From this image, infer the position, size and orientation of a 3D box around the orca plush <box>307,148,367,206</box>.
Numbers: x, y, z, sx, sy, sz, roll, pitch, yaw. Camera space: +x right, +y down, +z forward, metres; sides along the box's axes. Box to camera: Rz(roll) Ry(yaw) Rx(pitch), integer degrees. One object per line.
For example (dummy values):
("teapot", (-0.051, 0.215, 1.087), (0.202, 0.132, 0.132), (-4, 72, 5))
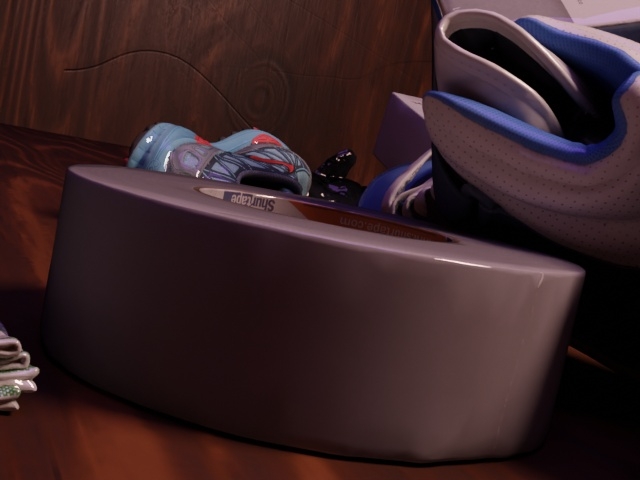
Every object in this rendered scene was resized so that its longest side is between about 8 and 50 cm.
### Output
("orca plush", (0.043, -0.058, 1.162), (0.287, 0.102, 0.151), (10, 6, -18))

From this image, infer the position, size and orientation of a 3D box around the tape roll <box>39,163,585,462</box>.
("tape roll", (-0.004, 0.022, 0.410), (0.219, 0.072, 0.219), (12, 6, -1))

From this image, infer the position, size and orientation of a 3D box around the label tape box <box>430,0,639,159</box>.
("label tape box", (0.259, -0.095, 0.762), (0.334, 0.240, 0.106), (-7, 41, -1))

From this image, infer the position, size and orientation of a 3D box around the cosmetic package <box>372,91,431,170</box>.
("cosmetic package", (0.259, -0.053, 1.114), (0.284, 0.097, 0.377), (11, 21, -23))

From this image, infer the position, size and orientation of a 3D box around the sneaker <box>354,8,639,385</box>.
("sneaker", (0.099, -0.050, 0.552), (0.323, 0.130, 0.236), (25, -24, 49))

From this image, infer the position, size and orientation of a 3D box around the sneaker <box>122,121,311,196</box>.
("sneaker", (-0.065, -0.031, 0.848), (0.125, 0.104, 0.262), (32, 17, 21))

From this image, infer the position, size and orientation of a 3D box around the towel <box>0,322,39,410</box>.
("towel", (-0.169, 0.022, 0.326), (0.113, 0.023, 0.152), (9, 6, -30))
